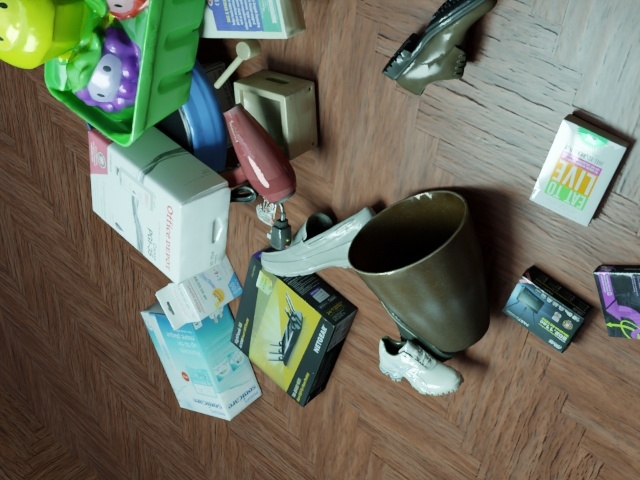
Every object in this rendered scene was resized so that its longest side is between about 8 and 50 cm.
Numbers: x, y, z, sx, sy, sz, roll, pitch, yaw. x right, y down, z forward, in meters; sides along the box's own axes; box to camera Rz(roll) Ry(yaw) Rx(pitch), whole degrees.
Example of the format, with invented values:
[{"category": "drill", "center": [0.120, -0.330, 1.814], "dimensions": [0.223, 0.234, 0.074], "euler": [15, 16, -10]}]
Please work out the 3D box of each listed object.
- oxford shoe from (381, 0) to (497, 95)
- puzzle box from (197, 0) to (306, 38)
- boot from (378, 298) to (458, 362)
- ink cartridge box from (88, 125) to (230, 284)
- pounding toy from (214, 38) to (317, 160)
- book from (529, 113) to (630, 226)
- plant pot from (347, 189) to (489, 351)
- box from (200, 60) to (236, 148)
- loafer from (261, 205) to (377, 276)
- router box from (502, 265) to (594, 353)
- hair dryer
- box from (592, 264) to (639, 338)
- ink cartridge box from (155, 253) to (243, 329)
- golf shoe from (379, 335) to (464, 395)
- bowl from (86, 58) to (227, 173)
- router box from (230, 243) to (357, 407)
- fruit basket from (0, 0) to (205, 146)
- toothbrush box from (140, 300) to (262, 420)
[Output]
[{"category": "oxford shoe", "center": [0.195, -0.296, 1.222], "dimensions": [0.096, 0.082, 0.227], "euler": [39, 142, -10]}, {"category": "puzzle box", "center": [-0.172, -0.530, 1.324], "dimensions": [0.272, 0.052, 0.408], "euler": [13, 125, 40]}, {"category": "boot", "center": [0.159, 0.173, 1.577], "dimensions": [0.198, 0.077, 0.137], "euler": [49, 146, 11]}, {"category": "ink cartridge box", "center": [-0.313, -0.083, 1.576], "dimensions": [0.283, 0.117, 0.207], "euler": [37, 137, 28]}, {"category": "pounding toy", "center": [-0.101, -0.277, 1.511], "dimensions": [0.181, 0.094, 0.206], "euler": [22, 130, 34]}, {"category": "book", "center": [0.376, -0.101, 1.196], "dimensions": [0.096, 0.035, 0.144], "euler": [31, 134, 22]}, {"category": "plant pot", "center": [0.194, 0.070, 1.385], "dimensions": [0.215, 0.215, 0.230], "euler": [-2, 129, 46]}, {"category": "box", "center": [-0.297, -0.271, 1.723], "dimensions": [0.290, 0.087, 0.169], "euler": [5, 120, 44]}, {"category": "loafer", "center": [0.000, 0.000, 1.596], "dimensions": [0.319, 0.112, 0.111], "euler": [-12, 102, 41]}, {"category": "router box", "center": [0.369, 0.113, 1.341], "dimensions": [0.122, 0.038, 0.092], "euler": [37, 138, 22]}, {"category": "hair dryer", "center": [-0.149, -0.115, 1.506], "dimensions": [0.224, 0.080, 0.293], "euler": [19, 128, 13]}, {"category": "box", "center": [0.492, 0.093, 1.208], "dimensions": [0.162, 0.029, 0.116], "euler": [-2, 114, 45]}, {"category": "ink cartridge box", "center": [-0.276, 0.119, 1.896], "dimensions": [0.062, 0.181, 0.104], "euler": [-13, 107, 49]}, {"category": "golf shoe", "center": [0.177, 0.226, 1.508], "dimensions": [0.176, 0.069, 0.086], "euler": [12, 133, 37]}, {"category": "bowl", "center": [-0.352, -0.251, 1.663], "dimensions": [0.391, 0.077, 0.391], "euler": [26, 133, 32]}, {"category": "router box", "center": [-0.069, 0.188, 1.809], "dimensions": [0.243, 0.081, 0.308], "euler": [39, 138, 21]}, {"category": "fruit basket", "center": [-0.388, -0.355, 1.310], "dimensions": [0.283, 0.392, 0.392], "euler": [35, 136, 25]}, {"category": "toothbrush box", "center": [-0.301, 0.286, 2.083], "dimensions": [0.216, 0.126, 0.295], "euler": [3, 119, 45]}]
